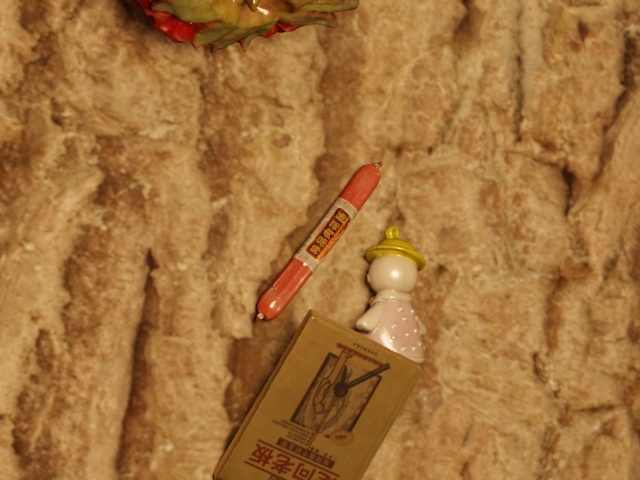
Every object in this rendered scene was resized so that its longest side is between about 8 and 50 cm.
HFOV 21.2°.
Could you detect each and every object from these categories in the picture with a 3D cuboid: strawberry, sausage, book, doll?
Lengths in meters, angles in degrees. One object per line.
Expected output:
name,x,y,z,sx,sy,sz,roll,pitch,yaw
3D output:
strawberry,-0.077,-0.405,1.899,0.295,0.317,0.345,2,72,-34
sausage,0.000,0.000,2.043,0.034,0.034,0.253,41,72,-15
book,-0.003,0.212,1.984,0.161,0.026,0.231,27,99,-18
doll,0.085,0.085,2.044,0.129,0.081,0.207,11,78,-50
